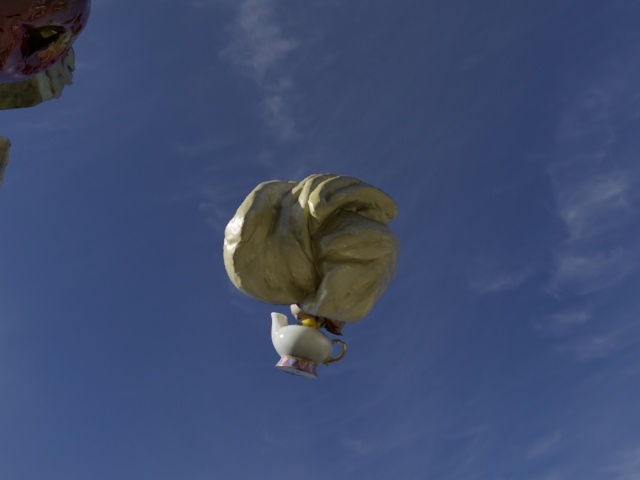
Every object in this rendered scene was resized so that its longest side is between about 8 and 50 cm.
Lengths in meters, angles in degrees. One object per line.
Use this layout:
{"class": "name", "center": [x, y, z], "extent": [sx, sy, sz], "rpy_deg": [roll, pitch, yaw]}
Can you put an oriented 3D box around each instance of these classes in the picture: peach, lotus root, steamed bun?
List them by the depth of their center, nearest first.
{"class": "peach", "center": [-0.225, -0.167, 0.350], "extent": [0.172, 0.127, 0.092], "rpy_deg": [46, -58, 8]}
{"class": "lotus root", "center": [-0.504, -0.307, 0.961], "extent": [0.119, 0.234, 0.138], "rpy_deg": [-9, -53, 0]}
{"class": "steamed bun", "center": [0.004, -0.002, 1.165], "extent": [0.372, 0.324, 0.230], "rpy_deg": [22, -40, -7]}

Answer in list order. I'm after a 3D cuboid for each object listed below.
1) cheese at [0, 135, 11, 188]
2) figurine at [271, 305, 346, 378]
{"class": "cheese", "center": [-0.523, 0.026, 0.813], "extent": [0.085, 0.034, 0.400], "rpy_deg": [18, -70, -16]}
{"class": "figurine", "center": [-0.019, 0.182, 1.337], "extent": [0.190, 0.263, 0.142], "rpy_deg": [17, -21, 0]}
